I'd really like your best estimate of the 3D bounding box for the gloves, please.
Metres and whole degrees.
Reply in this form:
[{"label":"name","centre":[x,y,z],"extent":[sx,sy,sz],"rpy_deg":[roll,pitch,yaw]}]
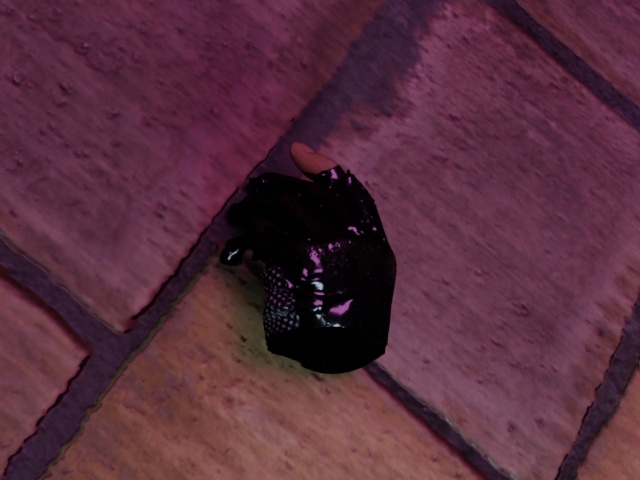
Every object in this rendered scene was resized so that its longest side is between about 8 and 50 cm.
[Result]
[{"label":"gloves","centre":[0.000,-0.001,1.296],"extent":[0.129,0.106,0.181],"rpy_deg":[7,63,-28]}]
